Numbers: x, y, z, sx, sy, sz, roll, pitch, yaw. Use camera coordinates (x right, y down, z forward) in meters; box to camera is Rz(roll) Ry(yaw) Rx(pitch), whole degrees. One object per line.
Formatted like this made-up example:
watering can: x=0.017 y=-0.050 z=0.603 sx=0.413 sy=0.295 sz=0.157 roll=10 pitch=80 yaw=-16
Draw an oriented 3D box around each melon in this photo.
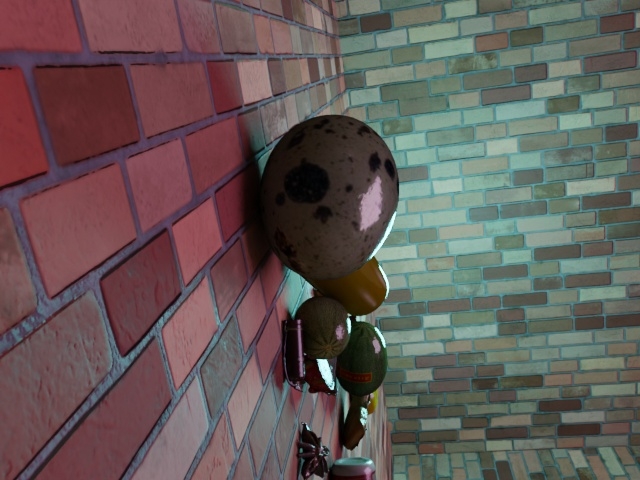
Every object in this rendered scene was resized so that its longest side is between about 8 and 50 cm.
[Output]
melon: x=0.002 y=0.203 z=1.351 sx=0.192 sy=0.139 sz=0.139 roll=-113 pitch=-168 yaw=-68
melon: x=0.132 y=0.401 z=1.892 sx=0.182 sy=0.182 sz=0.288 roll=-77 pitch=163 yaw=-63

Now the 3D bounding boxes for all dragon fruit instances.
dragon fruit: x=-0.014 y=0.327 z=1.422 sx=0.112 sy=0.068 sz=0.126 roll=-102 pitch=165 yaw=-45

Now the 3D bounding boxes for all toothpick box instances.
toothpick box: x=0.055 y=0.071 z=1.422 sx=0.271 sy=0.175 sz=0.175 roll=48 pitch=31 yaw=-38

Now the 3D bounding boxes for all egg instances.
egg: x=0.016 y=-0.092 z=1.169 sx=0.379 sy=0.287 sz=0.288 roll=-76 pitch=159 yaw=-49

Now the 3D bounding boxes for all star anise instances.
star anise: x=-0.022 y=0.494 z=1.298 sx=0.124 sy=0.056 sz=0.129 roll=53 pitch=26 yaw=-20

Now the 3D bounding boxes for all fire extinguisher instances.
fire extinguisher: x=-0.058 y=0.252 z=1.254 sx=0.064 sy=0.043 sz=0.158 roll=15 pitch=66 yaw=-48

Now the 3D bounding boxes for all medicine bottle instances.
medicine bottle: x=0.103 y=0.763 z=1.644 sx=0.131 sy=0.131 sz=0.250 roll=40 pitch=45 yaw=-77

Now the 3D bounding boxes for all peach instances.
peach: x=0.175 y=0.609 z=2.277 sx=0.179 sy=0.103 sz=0.179 roll=-11 pitch=90 yaw=-82

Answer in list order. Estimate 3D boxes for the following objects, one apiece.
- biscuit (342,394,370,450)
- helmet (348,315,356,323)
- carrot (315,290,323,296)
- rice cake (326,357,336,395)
biscuit: x=0.129 y=0.588 z=1.981 sx=0.154 sy=0.045 sz=0.299 roll=-60 pitch=-174 yaw=34
helmet: x=0.111 y=0.324 z=2.200 sx=0.111 sy=0.057 sz=0.089 roll=73 pitch=17 yaw=-71
carrot: x=0.012 y=0.161 z=1.731 sx=0.139 sy=0.048 sz=0.048 roll=54 pitch=31 yaw=-70
rice cake: x=0.030 y=0.384 z=1.737 sx=0.211 sy=0.034 sz=0.043 roll=-80 pitch=170 yaw=-61
